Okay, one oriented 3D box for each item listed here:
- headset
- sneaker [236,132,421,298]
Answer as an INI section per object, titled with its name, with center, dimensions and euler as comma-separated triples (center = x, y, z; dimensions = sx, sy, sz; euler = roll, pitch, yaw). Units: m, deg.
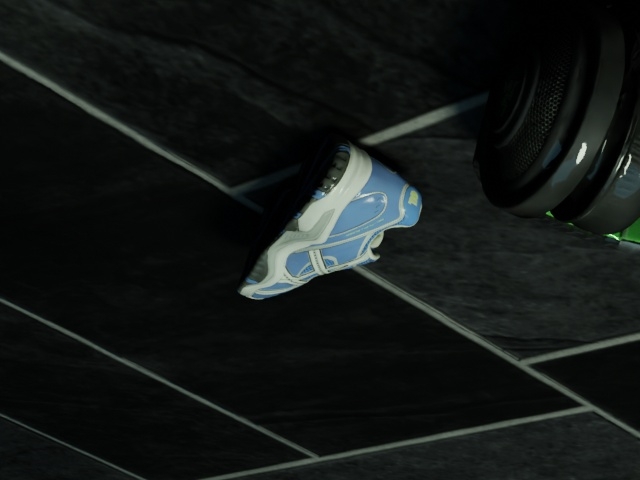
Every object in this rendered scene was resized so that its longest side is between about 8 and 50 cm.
[headset]
center = 0.219, -0.082, 0.969
dimensions = 0.243, 0.185, 0.394
euler = 13, 169, 6
[sneaker]
center = 0.000, 0.000, 1.235
dimensions = 0.081, 0.080, 0.211
euler = 23, 153, -14
